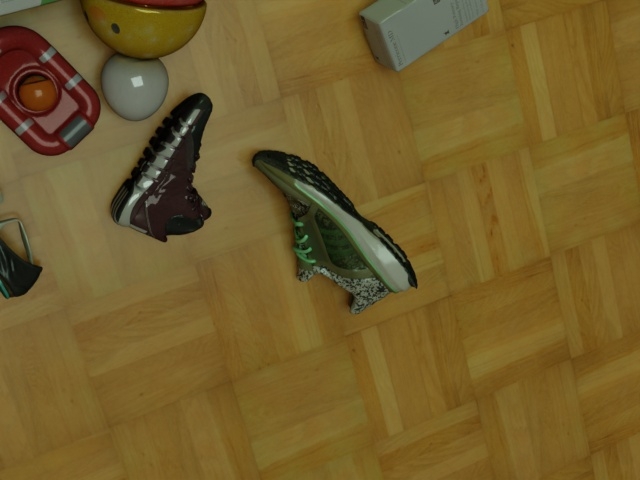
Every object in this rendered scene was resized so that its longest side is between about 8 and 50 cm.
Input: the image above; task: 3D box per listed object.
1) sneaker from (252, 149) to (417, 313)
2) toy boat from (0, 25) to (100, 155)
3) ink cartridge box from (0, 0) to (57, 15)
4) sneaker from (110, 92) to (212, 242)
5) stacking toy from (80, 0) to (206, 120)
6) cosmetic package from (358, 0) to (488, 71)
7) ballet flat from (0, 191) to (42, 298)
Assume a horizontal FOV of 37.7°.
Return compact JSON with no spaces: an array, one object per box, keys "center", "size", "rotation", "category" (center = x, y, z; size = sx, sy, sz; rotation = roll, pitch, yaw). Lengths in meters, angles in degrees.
[{"center":[0.000,0.000,1.795],"size":[0.182,0.158,0.410],"rotation":[-43,107,11],"category":"sneaker"},{"center":[-0.474,-0.249,1.558],"size":[0.151,0.151,0.231],"rotation":[-46,111,-7],"category":"toy boat"},{"center":[-0.478,-0.460,1.430],"size":[0.154,0.093,0.213],"rotation":[-28,112,-35],"category":"ink cartridge box"},{"center":[-0.244,-0.120,1.704],"size":[0.162,0.106,0.281],"rotation":[33,98,-27],"category":"sneaker"},{"center":[-0.285,-0.424,1.548],"size":[0.350,0.351,0.480],"rotation":[0,116,-20],"category":"stacking toy"},{"center":[0.199,-0.435,1.789],"size":[0.231,0.085,0.117],"rotation":[-37,131,-11],"category":"cosmetic package"},{"center":[-0.572,-0.030,1.603],"size":[0.096,0.095,0.280],"rotation":[-38,121,-20],"category":"ballet flat"}]
